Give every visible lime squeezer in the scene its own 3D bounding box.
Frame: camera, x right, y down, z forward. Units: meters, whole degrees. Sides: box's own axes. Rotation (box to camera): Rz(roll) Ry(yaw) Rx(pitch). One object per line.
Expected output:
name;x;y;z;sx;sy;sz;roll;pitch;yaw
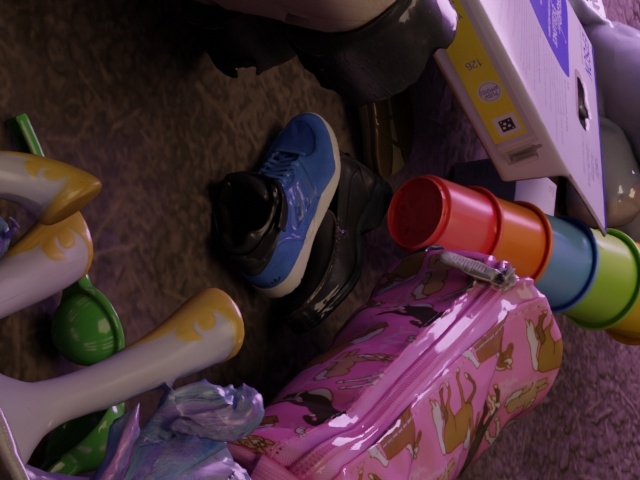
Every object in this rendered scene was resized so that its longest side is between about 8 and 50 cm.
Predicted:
lime squeezer;-0.172;0.079;1.236;0.110;0.059;0.310;12;71;-21

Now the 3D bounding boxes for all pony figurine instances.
pony figurine;-0.198;0.101;1.016;0.363;0.303;0.351;-7;59;-47

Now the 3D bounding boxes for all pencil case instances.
pencil case;0.032;0.133;1.320;0.386;0.160;0.167;-39;123;-55

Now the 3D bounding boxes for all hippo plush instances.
hippo plush;0.376;-0.139;1.907;0.234;0.236;0.294;-6;89;-56

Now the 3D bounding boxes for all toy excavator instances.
toy excavator;0.019;-0.348;1.398;0.445;0.433;0.222;-48;125;-15

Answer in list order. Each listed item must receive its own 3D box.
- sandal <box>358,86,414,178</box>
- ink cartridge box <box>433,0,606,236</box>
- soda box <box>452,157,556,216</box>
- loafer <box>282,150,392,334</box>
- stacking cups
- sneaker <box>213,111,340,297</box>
sandal;0.045;-0.141;1.595;0.072;0.049;0.180;-14;110;-48
ink cartridge box;0.152;-0.195;1.647;0.303;0.072;0.307;-82;149;-53
soda box;0.152;0.038;1.692;0.074;0.069;0.216;35;57;-48
loafer;0.000;0.000;1.493;0.061;0.062;0.170;44;41;-22
stacking cups;0.184;0.010;1.600;0.316;0.096;0.096;21;67;-47
sneaker;-0.034;-0.042;1.442;0.084;0.058;0.152;48;53;-52
